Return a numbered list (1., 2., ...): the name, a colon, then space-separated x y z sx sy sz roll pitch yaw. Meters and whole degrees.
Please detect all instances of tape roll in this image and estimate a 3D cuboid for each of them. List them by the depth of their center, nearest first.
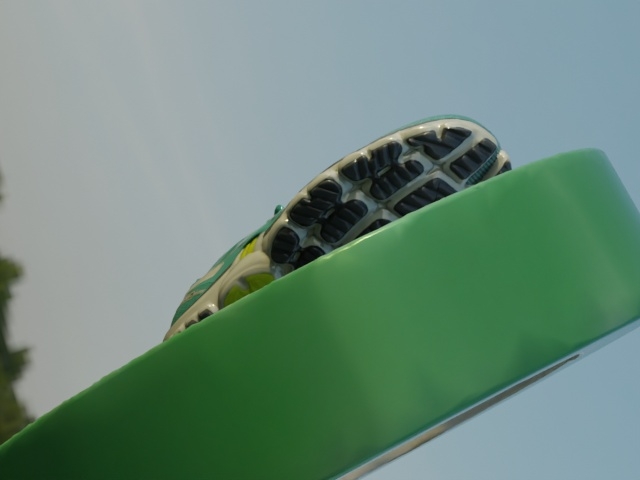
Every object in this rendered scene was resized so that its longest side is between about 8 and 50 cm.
1. tape roll: 0.000 0.070 0.863 0.077 0.321 0.321 62 -13 7

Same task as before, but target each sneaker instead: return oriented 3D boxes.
1. sneaker: 0.000 0.000 1.231 0.107 0.275 0.110 42 31 -22
